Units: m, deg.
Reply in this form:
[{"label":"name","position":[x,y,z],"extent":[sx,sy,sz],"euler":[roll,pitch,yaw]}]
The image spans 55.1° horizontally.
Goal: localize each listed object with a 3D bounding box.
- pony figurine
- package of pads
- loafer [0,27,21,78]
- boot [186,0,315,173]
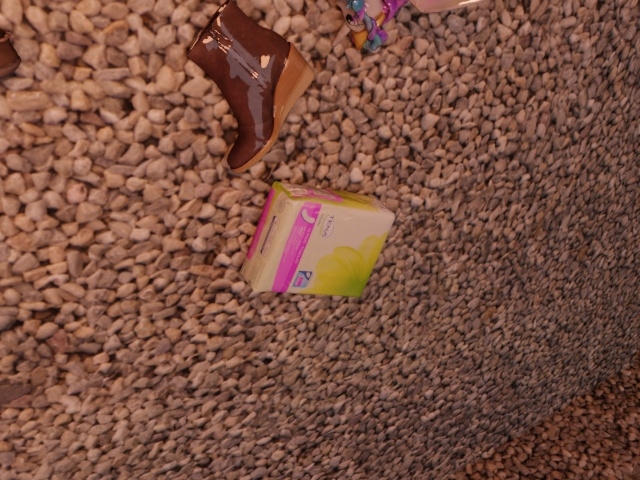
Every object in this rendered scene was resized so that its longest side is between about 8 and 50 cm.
[{"label":"pony figurine","position":[0.108,-0.498,0.996],"extent":[0.351,0.303,0.363],"euler":[-21,140,19]},{"label":"package of pads","position":[0.000,0.000,1.315],"extent":[0.296,0.101,0.229],"euler":[7,115,-38]},{"label":"loafer","position":[-0.552,-0.280,0.730],"extent":[0.366,0.134,0.130],"euler":[5,115,-37]},{"label":"boot","position":[-0.150,-0.263,1.076],"extent":[0.207,0.090,0.248],"euler":[31,99,-30]}]
